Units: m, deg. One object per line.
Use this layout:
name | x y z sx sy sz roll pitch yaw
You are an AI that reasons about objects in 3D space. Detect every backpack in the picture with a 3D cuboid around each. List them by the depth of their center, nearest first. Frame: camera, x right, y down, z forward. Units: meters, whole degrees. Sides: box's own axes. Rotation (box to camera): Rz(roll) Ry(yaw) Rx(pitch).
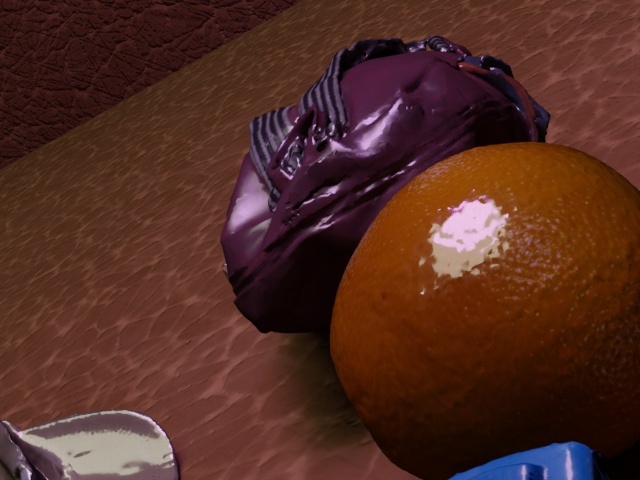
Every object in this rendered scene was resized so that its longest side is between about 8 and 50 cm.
backpack | 0.032 -0.041 0.833 0.283 0.197 0.317 -36 -4 16

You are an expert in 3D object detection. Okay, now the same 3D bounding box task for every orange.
orange | 0.104 0.045 0.609 0.206 0.206 0.206 -28 21 12

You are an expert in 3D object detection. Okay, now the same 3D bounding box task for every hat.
hat | -0.210 0.224 0.870 0.173 0.144 0.166 13 22 -4

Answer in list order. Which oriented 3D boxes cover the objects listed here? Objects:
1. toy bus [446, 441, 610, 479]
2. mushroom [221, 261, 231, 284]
toy bus | 0.094 0.174 0.451 0.090 0.106 0.184 -25 24 23
mushroom | 0.000 -0.002 1.079 0.202 0.054 0.059 -27 26 0
